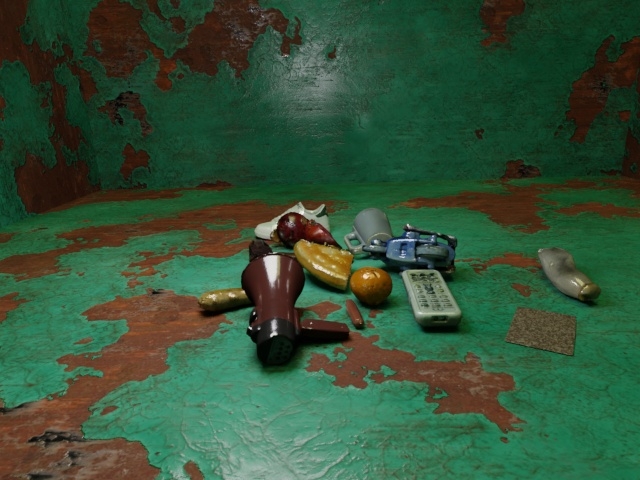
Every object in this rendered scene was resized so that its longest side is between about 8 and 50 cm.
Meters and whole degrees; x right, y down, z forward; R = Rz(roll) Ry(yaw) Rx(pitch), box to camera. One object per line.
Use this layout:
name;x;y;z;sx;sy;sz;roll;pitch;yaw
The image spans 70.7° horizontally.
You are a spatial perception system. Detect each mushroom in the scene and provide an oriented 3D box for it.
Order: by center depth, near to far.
mushroom;0.804;0.106;1.491;0.109;0.097;0.351;-2;21;9

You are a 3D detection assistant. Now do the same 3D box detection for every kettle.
kettle;0.202;-0.019;1.881;0.210;0.160;0.243;-8;23;1

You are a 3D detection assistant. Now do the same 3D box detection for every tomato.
tomato;0.000;0.000;1.869;0.099;0.173;0.189;-45;31;3

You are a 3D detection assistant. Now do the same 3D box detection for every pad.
pad;0.602;0.239;1.226;0.158;0.003;0.235;8;20;29

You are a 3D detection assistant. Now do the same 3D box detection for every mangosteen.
mangosteen;-0.125;-0.040;1.976;0.180;0.166;0.166;-22;2;37

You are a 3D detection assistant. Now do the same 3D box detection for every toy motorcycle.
toy motorcycle;0.327;0.062;1.630;0.319;0.241;0.182;4;58;30

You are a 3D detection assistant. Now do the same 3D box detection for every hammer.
hammer;-0.077;0.073;1.741;0.408;0.095;0.242;0;17;-13

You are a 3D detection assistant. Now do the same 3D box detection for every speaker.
speaker;-0.088;0.214;1.246;0.259;0.198;0.329;33;19;-28

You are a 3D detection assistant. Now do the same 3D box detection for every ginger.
ginger;-0.235;0.175;1.424;0.298;0.065;0.118;-6;5;-12

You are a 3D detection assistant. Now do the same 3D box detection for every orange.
orange;0.156;0.141;1.404;0.135;0.118;0.135;17;-22;7

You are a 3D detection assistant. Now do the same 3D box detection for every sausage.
sausage;0.100;0.212;1.318;0.030;0.035;0.147;15;16;-13

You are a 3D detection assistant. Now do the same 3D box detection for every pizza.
pizza;0.033;0.084;1.607;0.228;0.081;0.289;-13;35;-43

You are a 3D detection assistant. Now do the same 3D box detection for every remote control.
remote control;0.330;0.171;1.373;0.127;0.066;0.335;-3;17;4

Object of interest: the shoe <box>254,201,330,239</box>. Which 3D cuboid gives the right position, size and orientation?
shoe;-0.134;-0.097;2.135;0.362;0.160;0.132;-4;16;-7
